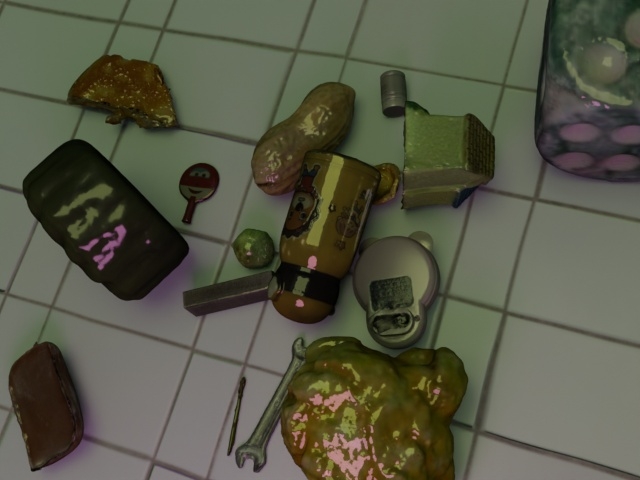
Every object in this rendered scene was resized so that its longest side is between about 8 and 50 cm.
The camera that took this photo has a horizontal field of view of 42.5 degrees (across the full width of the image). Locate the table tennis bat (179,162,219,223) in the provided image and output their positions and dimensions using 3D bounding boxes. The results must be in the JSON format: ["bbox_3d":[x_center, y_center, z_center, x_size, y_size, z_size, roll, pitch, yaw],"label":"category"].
[{"bbox_3d":[-0.290,-0.111,1.915,0.098,0.019,0.155,10,71,17],"label":"table tennis bat"}]

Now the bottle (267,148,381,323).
[{"bbox_3d":[0.000,0.000,1.709,0.171,0.171,0.352,15,82,18],"label":"bottle"}]

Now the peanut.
[{"bbox_3d":[-0.036,-0.232,1.831,0.149,0.149,0.313,40,82,22],"label":"peanut"}]

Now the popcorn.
[{"bbox_3d":[0.094,0.334,1.518,0.333,0.292,0.294,7,34,-10],"label":"popcorn"}]

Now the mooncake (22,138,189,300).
[{"bbox_3d":[-0.460,-0.041,1.751,0.194,0.356,0.356,-45,68,-6],"label":"mooncake"}]

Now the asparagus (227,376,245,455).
[{"bbox_3d":[-0.176,0.368,1.724,0.016,0.013,0.166,-16,60,54],"label":"asparagus"}]

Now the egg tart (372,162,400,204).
[{"bbox_3d":[0.136,-0.119,1.790,0.105,0.039,0.105,-16,59,28],"label":"egg tart"}]

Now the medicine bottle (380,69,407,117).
[{"bbox_3d":[0.165,-0.330,1.852,0.058,0.058,0.091,-6,70,12],"label":"medicine bottle"}]

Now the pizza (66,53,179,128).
[{"bbox_3d":[-0.459,-0.355,2.010,0.296,0.071,0.189,19,65,15],"label":"pizza"}]

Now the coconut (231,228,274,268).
[{"bbox_3d":[-0.150,0.017,1.801,0.096,0.088,0.088,3,72,9],"label":"coconut"}]

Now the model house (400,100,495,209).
[{"bbox_3d":[0.261,-0.170,1.707,0.189,0.214,0.195,4,67,7],"label":"model house"}]

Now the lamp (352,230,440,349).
[{"bbox_3d":[0.157,0.104,1.678,0.179,0.108,0.246,-10,66,22],"label":"lamp"}]

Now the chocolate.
[{"bbox_3d":[-0.583,0.356,1.792,0.161,0.083,0.261,-32,65,20],"label":"chocolate"}]

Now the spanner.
[{"bbox_3d":[-0.090,0.339,1.711,0.071,0.017,0.302,23,79,20],"label":"spanner"}]

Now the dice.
[{"bbox_3d":[0.594,-0.323,1.590,0.327,0.330,0.348,6,77,12],"label":"dice"}]

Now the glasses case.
[{"bbox_3d":[-0.191,0.115,1.782,0.204,0.071,0.047,-14,66,9],"label":"glasses case"}]
